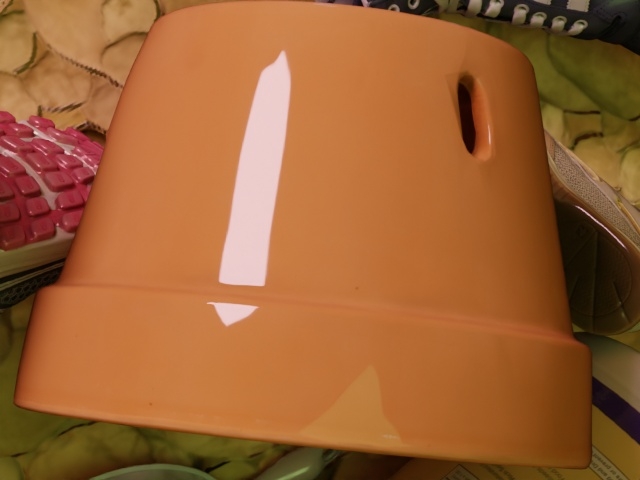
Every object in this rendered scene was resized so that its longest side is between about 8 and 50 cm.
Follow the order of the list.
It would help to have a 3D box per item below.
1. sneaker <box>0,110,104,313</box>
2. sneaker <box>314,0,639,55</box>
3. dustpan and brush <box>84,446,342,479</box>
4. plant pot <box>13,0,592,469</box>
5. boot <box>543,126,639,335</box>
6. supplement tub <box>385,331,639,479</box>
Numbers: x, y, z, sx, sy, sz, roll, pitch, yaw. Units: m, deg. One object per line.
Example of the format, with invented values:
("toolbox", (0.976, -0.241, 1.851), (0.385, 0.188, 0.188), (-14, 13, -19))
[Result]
("sneaker", (-0.236, 0.022, 0.895), (0.299, 0.121, 0.112), (-24, 141, -26))
("sneaker", (0.105, -0.153, 0.991), (0.282, 0.099, 0.153), (36, 82, -16))
("dustpan and brush", (-0.073, 0.181, 1.001), (0.211, 0.060, 0.147), (-25, 116, -9))
("plant pot", (0.000, 0.000, 0.834), (0.290, 0.291, 0.204), (8, 84, -21))
("boot", (0.155, -0.018, 1.030), (0.077, 0.213, 0.165), (-49, 152, 17))
("supplement tub", (0.108, 0.241, 0.970), (0.331, 0.241, 0.241), (-39, 108, -11))
